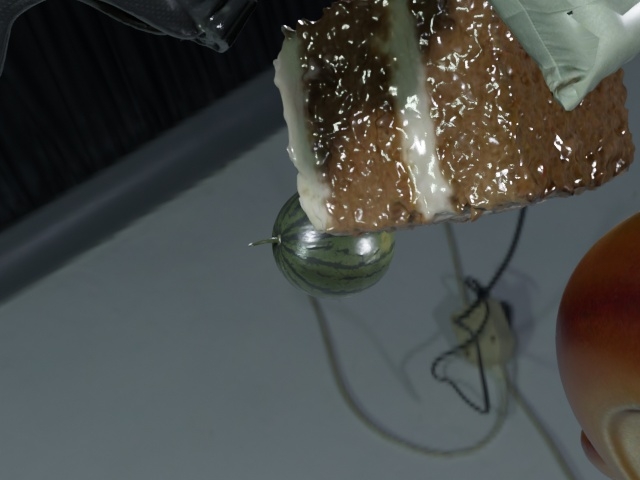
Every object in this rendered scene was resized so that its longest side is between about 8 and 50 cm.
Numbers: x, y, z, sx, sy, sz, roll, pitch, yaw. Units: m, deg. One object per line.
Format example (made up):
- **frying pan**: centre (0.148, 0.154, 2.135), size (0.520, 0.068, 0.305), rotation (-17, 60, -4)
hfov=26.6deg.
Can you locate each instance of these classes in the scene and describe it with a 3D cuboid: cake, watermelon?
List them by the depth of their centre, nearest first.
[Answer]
- **cake**: centre (0.067, -0.074, 0.703), size (0.147, 0.134, 0.135), rotation (-6, 3, 39)
- **watermelon**: centre (0.000, 0.000, 1.161), size (0.133, 0.105, 0.105), rotation (-5, 44, -28)

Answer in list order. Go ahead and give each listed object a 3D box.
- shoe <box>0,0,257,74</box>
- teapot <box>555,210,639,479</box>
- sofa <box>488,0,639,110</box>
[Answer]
- **shoe**: centre (-0.063, -0.127, 0.551), size (0.228, 0.112, 0.099), rotation (-9, 11, -18)
- **teapot**: centre (0.172, 0.051, 0.491), size (0.135, 0.252, 0.178), rotation (-40, 92, -16)
- **sofa**: centre (0.131, -0.185, 0.429), size (0.210, 0.225, 0.176), rotation (-35, 88, -16)
